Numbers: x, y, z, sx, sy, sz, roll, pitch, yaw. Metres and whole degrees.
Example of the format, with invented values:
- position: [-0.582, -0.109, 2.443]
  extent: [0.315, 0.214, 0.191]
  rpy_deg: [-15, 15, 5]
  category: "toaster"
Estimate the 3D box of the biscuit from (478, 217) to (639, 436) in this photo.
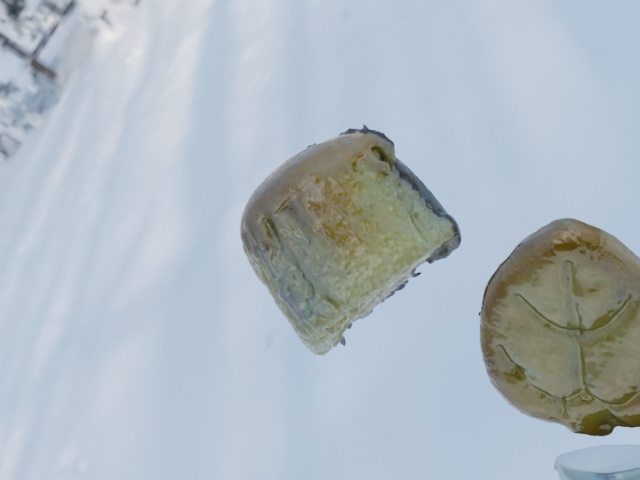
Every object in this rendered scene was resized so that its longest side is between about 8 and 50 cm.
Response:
- position: [0.238, 0.087, 1.179]
  extent: [0.203, 0.260, 0.041]
  rpy_deg: [6, 41, 24]
  category: "biscuit"

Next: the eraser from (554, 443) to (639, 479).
- position: [0.320, 0.356, 1.285]
  extent: [0.189, 0.104, 0.290]
  rpy_deg: [143, 117, -79]
  category: "eraser"

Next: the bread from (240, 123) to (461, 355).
- position: [0.000, 0.000, 1.425]
  extent: [0.162, 0.204, 0.262]
  rpy_deg: [-15, -25, -48]
  category: "bread"
